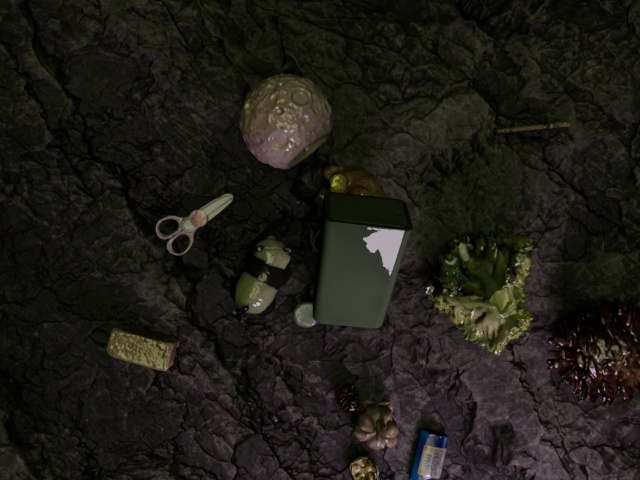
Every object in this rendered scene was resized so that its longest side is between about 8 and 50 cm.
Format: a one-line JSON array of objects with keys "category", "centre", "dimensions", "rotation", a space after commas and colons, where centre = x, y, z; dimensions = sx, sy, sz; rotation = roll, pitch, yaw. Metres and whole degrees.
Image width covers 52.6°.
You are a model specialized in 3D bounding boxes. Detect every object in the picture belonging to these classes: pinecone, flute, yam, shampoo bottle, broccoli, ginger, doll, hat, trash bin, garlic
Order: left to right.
[{"category": "doll", "centre": [-0.161, 0.101, 1.815], "dimensions": [0.143, 0.135, 0.234], "rotation": [28, 84, -5]}, {"category": "pinecone", "centre": [0.080, 0.452, 1.855], "dimensions": [0.077, 0.077, 0.083], "rotation": [-33, 97, -4]}, {"category": "yam", "centre": [0.100, -0.070, 1.870], "dimensions": [0.252, 0.061, 0.061], "rotation": [31, 87, -2]}, {"category": "trash bin", "centre": [0.100, 0.058, 1.751], "dimensions": [0.222, 0.158, 0.344], "rotation": [5, 125, -5]}, {"category": "ginger", "centre": [0.112, -0.139, 1.815], "dimensions": [0.216, 0.157, 0.102], "rotation": [49, 114, 29]}, {"category": "hat", "centre": [0.128, 0.656, 1.863], "dimensions": [0.076, 0.059, 0.077], "rotation": [-29, 86, 12]}, {"category": "garlic", "centre": [0.164, 0.534, 1.807], "dimensions": [0.131, 0.194, 0.127], "rotation": [17, 98, -9]}, {"category": "shampoo bottle", "centre": [0.312, 0.644, 1.878], "dimensions": [0.087, 0.050, 0.183], "rotation": [14, 88, -6]}, {"category": "broccoli", "centre": [0.446, 0.147, 1.779], "dimensions": [0.293, 0.281, 0.348], "rotation": [-5, 89, -5]}, {"category": "flute", "centre": [0.630, -0.336, 1.926], "dimensions": [0.232, 0.027, 0.027], "rotation": [-7, 90, -4]}, {"category": "pinecone", "centre": [0.784, 0.313, 1.822], "dimensions": [0.295, 0.242, 0.299], "rotation": [-12, 91, 5]}]

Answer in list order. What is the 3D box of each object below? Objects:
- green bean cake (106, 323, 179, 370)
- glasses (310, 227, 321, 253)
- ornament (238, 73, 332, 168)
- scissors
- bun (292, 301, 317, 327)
[{"category": "green bean cake", "centre": [-0.492, 0.297, 1.799], "dimensions": [0.179, 0.109, 0.085], "rotation": [16, 89, -4]}, {"category": "glasses", "centre": [0.000, 0.000, 1.842], "dimensions": [0.103, 0.062, 0.140], "rotation": [2, 91, -34]}, {"category": "ornament", "centre": [-0.099, -0.330, 1.761], "dimensions": [0.259, 0.259, 0.225], "rotation": [-37, 87, -4]}, {"category": "scissors", "centre": [-0.350, -0.060, 1.853], "dimensions": [0.242, 0.030, 0.118], "rotation": [-34, 93, -1]}, {"category": "bun", "centre": [-0.039, 0.212, 1.863], "dimensions": [0.083, 0.045, 0.084], "rotation": [0, 89, -7]}]
